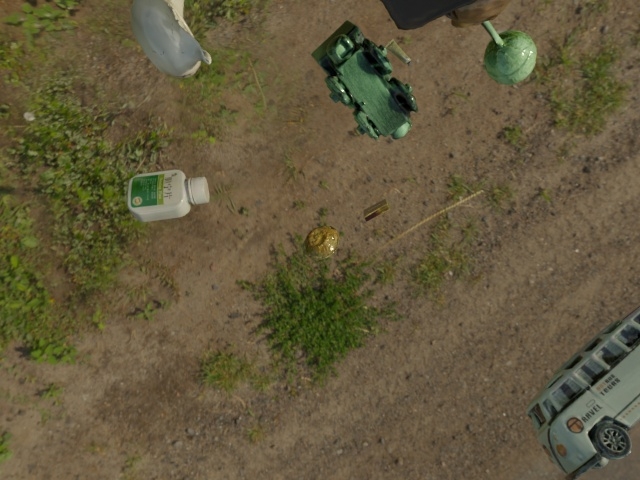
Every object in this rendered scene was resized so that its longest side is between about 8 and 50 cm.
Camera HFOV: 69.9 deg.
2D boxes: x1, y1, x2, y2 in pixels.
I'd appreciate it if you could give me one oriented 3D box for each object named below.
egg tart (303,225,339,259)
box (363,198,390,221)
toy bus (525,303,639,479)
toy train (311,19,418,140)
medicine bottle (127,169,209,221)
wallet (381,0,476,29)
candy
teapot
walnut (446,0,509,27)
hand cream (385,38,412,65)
[{"bbox_3d":[0.000,0.000,1.479,0.128,0.129,0.049,-33,143,0],"label":"egg tart"},{"bbox_3d":[0.191,-0.106,1.567,0.090,0.133,0.023,-30,99,11],"label":"box"},{"bbox_3d":[0.289,0.145,0.452,0.194,0.089,0.087,-37,146,-9],"label":"toy bus"},{"bbox_3d":[0.108,-0.386,1.142,0.167,0.238,0.299,-38,126,12],"label":"toy train"},{"bbox_3d":[-0.369,-0.112,1.119,0.183,0.119,0.069,-7,150,-3],"label":"medicine bottle"},{"bbox_3d":[0.078,-0.343,0.394,0.165,0.042,0.309,-18,136,27],"label":"wallet"},{"bbox_3d":[0.348,-0.468,0.976,0.439,0.119,0.119,20,108,-46],"label":"candy"},{"bbox_3d":[-0.377,-0.531,1.145,0.165,0.300,0.208,-23,160,20],"label":"teapot"},{"bbox_3d":[0.247,-0.458,0.674,0.204,0.141,0.238,-37,112,-45],"label":"walnut"},{"bbox_3d":[0.250,-0.590,1.445,0.035,0.022,0.102,-43,76,12],"label":"hand cream"}]
